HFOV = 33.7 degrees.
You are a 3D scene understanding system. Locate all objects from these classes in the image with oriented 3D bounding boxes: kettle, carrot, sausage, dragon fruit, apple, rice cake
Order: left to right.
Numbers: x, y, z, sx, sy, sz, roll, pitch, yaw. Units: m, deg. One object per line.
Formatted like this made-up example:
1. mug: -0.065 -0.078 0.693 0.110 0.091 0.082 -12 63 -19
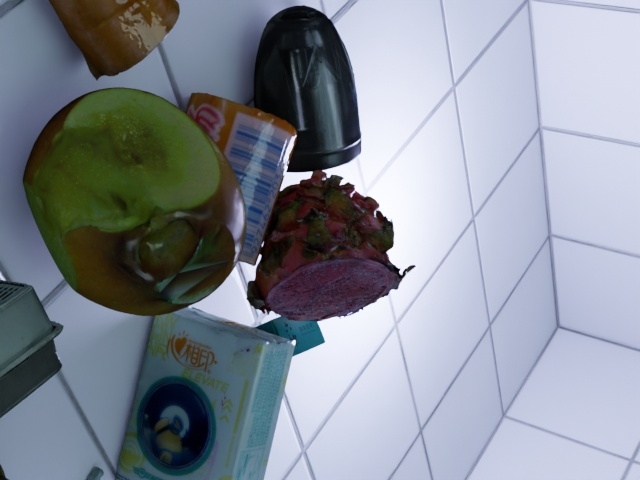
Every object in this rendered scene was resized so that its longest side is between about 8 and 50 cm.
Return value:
1. rice cake: -0.470 0.507 2.103 0.121 0.021 0.022 -61 156 -22
2. carrot: -0.376 -0.419 1.738 0.254 0.195 0.196 52 59 -40
3. apple: -0.309 -0.052 1.770 0.384 0.374 0.374 41 68 -46
4. sausage: -0.190 -0.117 2.075 0.233 0.233 0.287 21 85 -58
5. kettle: -0.028 -0.350 2.270 0.321 0.228 0.324 -70 157 -64
6. dragon fruit: 0.000 0.000 2.189 0.314 0.296 0.263 11 52 -37

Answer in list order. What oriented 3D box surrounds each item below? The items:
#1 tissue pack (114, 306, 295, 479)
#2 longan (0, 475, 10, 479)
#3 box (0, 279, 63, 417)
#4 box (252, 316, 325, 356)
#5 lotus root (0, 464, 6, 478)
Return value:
1. tissue pack: -0.235 0.352 2.156 0.162 0.287 0.388 7 98 -63
2. longan: -0.580 0.489 1.666 0.350 0.288 0.289 11 95 -31
3. box: -0.560 0.190 1.645 0.290 0.220 0.166 -40 121 -42
4. box: -0.132 0.232 2.298 0.153 0.244 0.092 -14 81 -55
5. lotus root: -0.585 0.458 1.847 0.089 0.080 0.179 -25 121 -50
